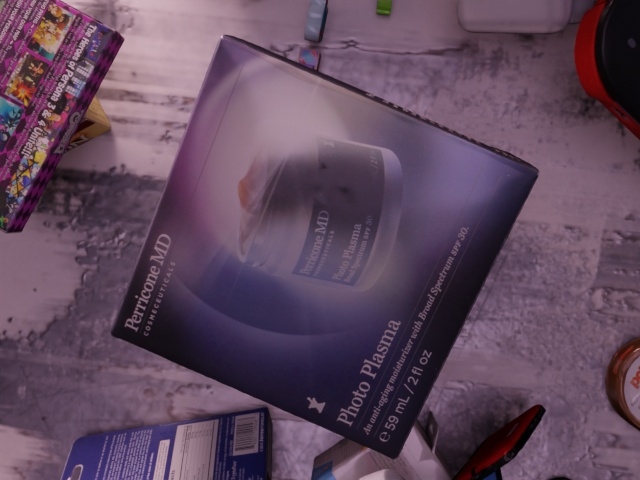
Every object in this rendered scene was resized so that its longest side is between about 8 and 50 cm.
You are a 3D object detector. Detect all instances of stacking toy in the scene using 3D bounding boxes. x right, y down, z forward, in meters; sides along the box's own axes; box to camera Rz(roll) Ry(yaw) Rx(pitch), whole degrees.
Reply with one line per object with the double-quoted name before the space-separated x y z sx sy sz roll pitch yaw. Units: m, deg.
"stacking toy" -0.013 -0.208 0.791 0.167 0.052 0.221 10 90 3

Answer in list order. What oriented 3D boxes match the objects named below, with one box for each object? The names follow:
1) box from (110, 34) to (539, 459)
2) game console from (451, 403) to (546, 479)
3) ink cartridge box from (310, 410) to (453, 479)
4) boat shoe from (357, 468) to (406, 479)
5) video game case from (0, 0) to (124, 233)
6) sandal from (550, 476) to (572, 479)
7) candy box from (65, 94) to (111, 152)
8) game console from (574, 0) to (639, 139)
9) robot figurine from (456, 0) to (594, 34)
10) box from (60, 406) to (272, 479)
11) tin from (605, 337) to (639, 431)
"box" 0.000 0.000 0.698 0.294 0.183 0.296 23 103 2
"game console" 0.189 0.249 0.726 0.124 0.144 0.085 -45 75 26
"ink cartridge box" 0.073 0.244 0.766 0.143 0.092 0.090 -34 89 3
"boat shoe" 0.064 0.361 0.692 0.156 0.136 0.367 -23 128 6
"video game case" -0.346 -0.157 0.726 0.210 0.042 0.232 28 92 1
"sandal" 0.299 0.346 0.786 0.067 0.040 0.179 -25 74 -3
"candy box" -0.391 -0.226 0.793 0.183 0.087 0.316 -27 90 2
"game console" 0.461 -0.193 0.703 0.386 0.060 0.342 36 93 -19
"robot figurine" 0.200 -0.381 0.675 0.200 0.300 0.353 10 118 31
"box" -0.164 0.252 0.761 0.225 0.136 0.036 -8 122 3
"tin" 0.403 0.183 0.778 0.190 0.040 0.106 37 88 3
